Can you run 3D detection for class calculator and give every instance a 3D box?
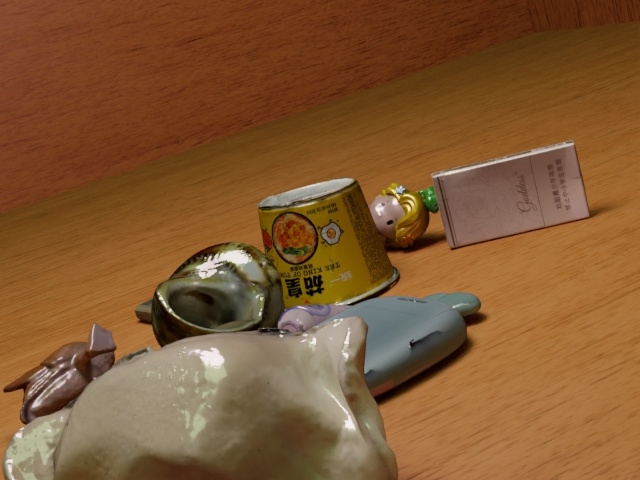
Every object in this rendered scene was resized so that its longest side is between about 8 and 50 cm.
[{"bbox_3d":[0.048,0.115,1.099,0.299,0.041,0.186,-26,17,-30],"label":"calculator"}]

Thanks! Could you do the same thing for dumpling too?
[{"bbox_3d":[-0.086,0.189,0.817,0.318,0.187,0.242,-22,53,6],"label":"dumpling"}]

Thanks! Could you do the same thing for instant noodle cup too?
[{"bbox_3d":[0.000,0.000,1.376,0.182,0.144,0.182,-15,12,3],"label":"instant noodle cup"}]

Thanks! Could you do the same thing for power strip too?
[{"bbox_3d":[-0.198,0.097,1.468,0.076,0.028,0.169,-25,17,-36],"label":"power strip"}]

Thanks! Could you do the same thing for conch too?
[{"bbox_3d":[-0.120,0.085,1.256,0.182,0.124,0.187,-12,35,-23],"label":"conch"}]

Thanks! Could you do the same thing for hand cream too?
[{"bbox_3d":[-0.010,0.097,1.236,0.084,0.053,0.142,-10,5,24],"label":"hand cream"}]

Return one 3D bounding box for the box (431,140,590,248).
[{"bbox_3d":[0.261,-0.063,1.409,0.198,0.109,0.029,-13,14,11],"label":"box"}]

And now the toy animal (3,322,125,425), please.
[{"bbox_3d":[-0.312,0.175,1.206,0.179,0.089,0.188,-27,6,34],"label":"toy animal"}]

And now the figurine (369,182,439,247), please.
[{"bbox_3d":[0.117,-0.033,1.511,0.156,0.094,0.115,-31,-11,15],"label":"figurine"}]
